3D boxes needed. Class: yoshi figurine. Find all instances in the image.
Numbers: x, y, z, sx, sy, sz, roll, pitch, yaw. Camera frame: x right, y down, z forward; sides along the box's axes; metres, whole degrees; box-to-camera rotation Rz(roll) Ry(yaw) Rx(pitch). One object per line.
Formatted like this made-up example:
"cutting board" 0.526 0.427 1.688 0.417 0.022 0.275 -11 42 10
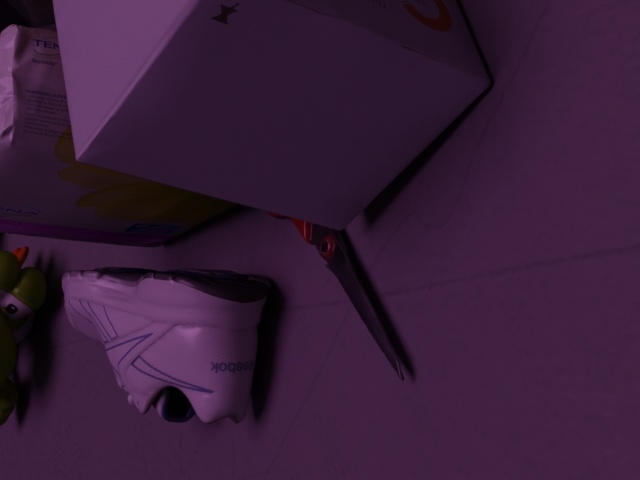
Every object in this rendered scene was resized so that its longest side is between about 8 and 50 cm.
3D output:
"yoshi figurine" -0.451 0.137 1.441 0.362 0.203 0.203 -36 64 47

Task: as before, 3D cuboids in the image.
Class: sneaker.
"sneaker" -0.148 0.087 1.029 0.297 0.111 0.129 0 88 60

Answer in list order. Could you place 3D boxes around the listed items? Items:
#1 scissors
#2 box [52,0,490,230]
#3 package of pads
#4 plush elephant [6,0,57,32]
"scissors" 0.000 0.000 0.891 0.109 0.021 0.297 -48 45 38
"box" -0.058 -0.208 0.832 0.168 0.215 0.345 -45 45 35
"package of pads" -0.188 -0.074 0.989 0.296 0.229 0.101 -23 63 60
"plush elephant" -0.225 -0.339 1.152 0.272 0.255 0.330 45 169 9
